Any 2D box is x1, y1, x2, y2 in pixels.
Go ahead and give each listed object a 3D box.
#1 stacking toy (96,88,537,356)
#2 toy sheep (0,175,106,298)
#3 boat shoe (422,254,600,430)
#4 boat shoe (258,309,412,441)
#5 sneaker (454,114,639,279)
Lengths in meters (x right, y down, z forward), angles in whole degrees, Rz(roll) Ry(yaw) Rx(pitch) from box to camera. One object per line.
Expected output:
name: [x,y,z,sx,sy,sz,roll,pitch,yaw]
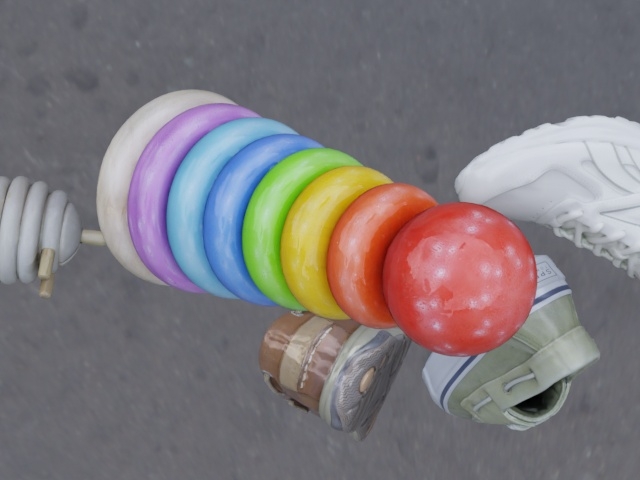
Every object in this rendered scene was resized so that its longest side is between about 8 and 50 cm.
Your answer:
stacking toy: [0.000,0.000,0.980,0.330,0.141,0.141,21,71,47]
toy sheep: [-0.226,-0.006,1.169,0.132,0.091,0.091,9,71,-8]
boat shoe: [0.151,0.107,1.247,0.109,0.302,0.094,-26,73,-8]
boat shoe: [0.011,0.112,1.462,0.116,0.324,0.123,25,82,9]
sneaker: [0.202,-0.016,0.992,0.232,0.090,0.115,-1,76,-5]
